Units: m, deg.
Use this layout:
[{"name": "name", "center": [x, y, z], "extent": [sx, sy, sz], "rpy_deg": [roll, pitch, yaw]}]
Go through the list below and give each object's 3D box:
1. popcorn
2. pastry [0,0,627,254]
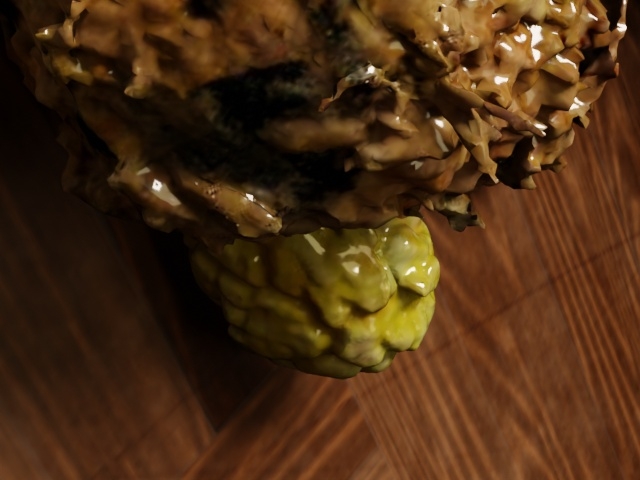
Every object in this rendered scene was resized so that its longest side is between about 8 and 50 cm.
[{"name": "popcorn", "center": [0.000, 0.000, 0.693], "extent": [0.106, 0.120, 0.116], "rpy_deg": [-55, 170, -53]}, {"name": "pastry", "center": [-0.026, -0.097, 0.564], "extent": [0.275, 0.275, 0.193], "rpy_deg": [20, 98, -46]}]
